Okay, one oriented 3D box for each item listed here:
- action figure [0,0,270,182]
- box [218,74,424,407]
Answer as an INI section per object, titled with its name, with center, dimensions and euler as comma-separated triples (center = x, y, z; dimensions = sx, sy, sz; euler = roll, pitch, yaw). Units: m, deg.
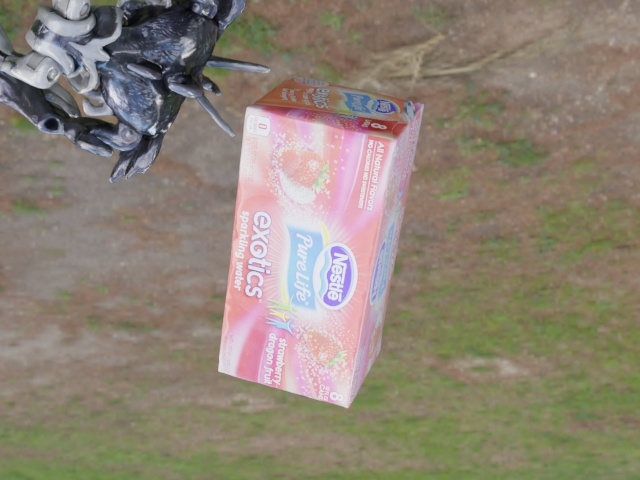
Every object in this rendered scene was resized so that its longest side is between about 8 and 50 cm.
[action figure]
center = -0.145, -0.128, 0.541
dimensions = 0.164, 0.141, 0.275
euler = -52, 154, 16
[box]
center = 0.000, 0.000, 1.029
dimensions = 0.154, 0.300, 0.142
euler = 15, -155, 11
